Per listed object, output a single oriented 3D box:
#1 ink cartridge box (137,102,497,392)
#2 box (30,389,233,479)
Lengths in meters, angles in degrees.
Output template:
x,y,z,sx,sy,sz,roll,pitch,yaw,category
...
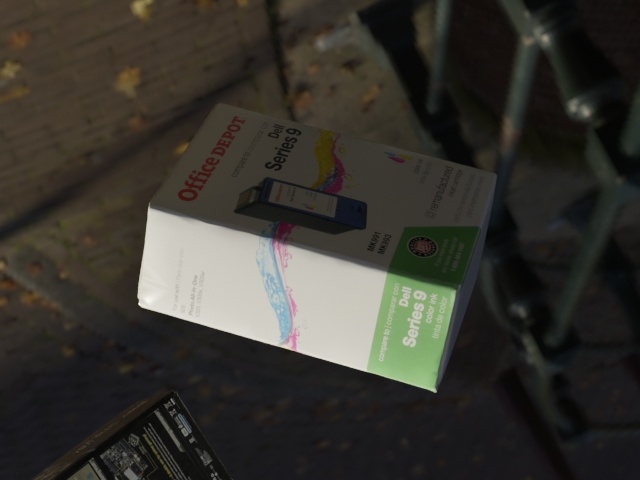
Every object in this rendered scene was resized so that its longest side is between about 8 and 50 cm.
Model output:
x,y,z,sx,sy,sz,roll,pitch,yaw,category
0.000,0.000,1.095,0.212,0.154,0.093,14,124,9,ink cartridge box
-0.137,0.236,1.283,0.147,0.180,0.077,-37,-173,-32,box
